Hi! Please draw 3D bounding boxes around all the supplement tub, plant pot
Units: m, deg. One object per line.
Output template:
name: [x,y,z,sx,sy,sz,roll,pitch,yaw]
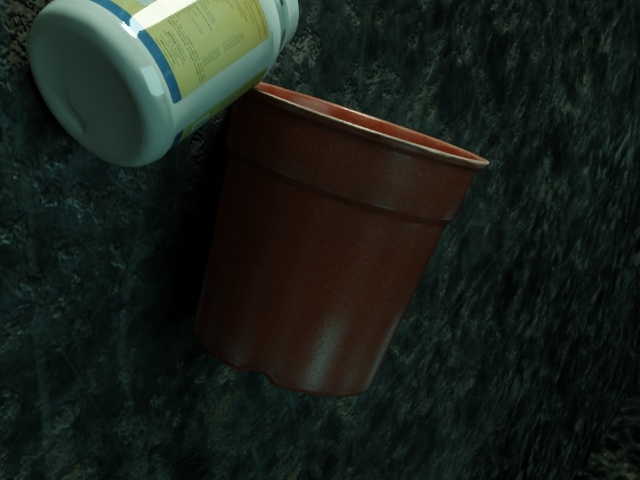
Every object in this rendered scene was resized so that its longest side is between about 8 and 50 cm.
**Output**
supplement tub: [-0.125,-0.168,0.744,0.199,0.144,0.144,-45,137,-37]
plant pot: [0.000,0.000,0.914,0.272,0.272,0.265,2,109,-56]
